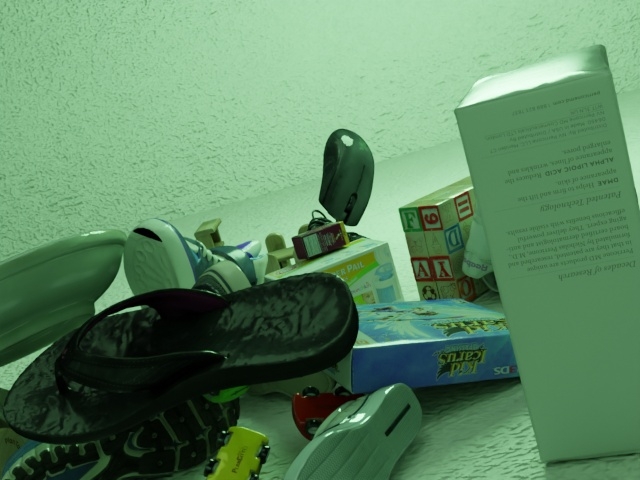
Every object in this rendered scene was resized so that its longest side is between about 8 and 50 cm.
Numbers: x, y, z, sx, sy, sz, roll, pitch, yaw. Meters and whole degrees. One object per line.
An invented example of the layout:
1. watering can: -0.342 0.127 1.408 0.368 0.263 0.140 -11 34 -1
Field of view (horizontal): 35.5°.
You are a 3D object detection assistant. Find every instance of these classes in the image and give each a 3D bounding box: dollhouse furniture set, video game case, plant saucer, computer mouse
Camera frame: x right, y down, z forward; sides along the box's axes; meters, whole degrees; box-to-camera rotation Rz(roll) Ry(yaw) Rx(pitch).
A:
1. dollhouse furniture set: -0.118 0.018 2.075 0.242 0.161 0.212 -15 11 5
2. video game case: 0.121 0.130 1.312 0.269 0.061 0.244 -3 9 -19
3. plant saucer: -0.462 0.116 1.535 0.400 0.100 0.400 -28 -6 -3
4. computer mouse: 0.065 -0.108 2.071 0.072 0.272 0.188 -12 -23 43

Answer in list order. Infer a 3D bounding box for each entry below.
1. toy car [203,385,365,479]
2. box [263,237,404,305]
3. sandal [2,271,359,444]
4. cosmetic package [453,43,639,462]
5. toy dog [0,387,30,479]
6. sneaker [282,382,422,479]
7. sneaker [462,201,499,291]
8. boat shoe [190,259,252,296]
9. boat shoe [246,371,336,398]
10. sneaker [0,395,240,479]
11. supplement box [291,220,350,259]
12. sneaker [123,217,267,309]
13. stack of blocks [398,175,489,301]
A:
1. toy car: -0.087 0.202 1.218 0.239 0.053 0.225 -24 51 -35
2. box: 0.022 0.082 1.709 0.203 0.114 0.103 -21 12 -20
3. sandal: -0.179 0.114 1.184 0.445 0.107 0.167 -17 44 7
4. cosmetic package: 0.266 0.011 1.050 0.156 0.385 0.217 -13 14 18
5. toy dog: -0.483 0.247 1.489 0.220 0.161 0.334 -16 12 -3
6. sneaker: 0.023 0.240 1.078 0.091 0.094 0.258 -31 -3 34
7. sneaker: 0.328 0.008 1.640 0.305 0.152 0.114 5 19 -46
8. boat shoe: -0.196 0.156 1.431 0.158 0.127 0.340 -28 -18 -29
9. boat shoe: -0.040 0.182 1.422 0.065 0.075 0.206 -30 13 -39
10. sneaker: -0.261 0.245 1.288 0.330 0.130 0.147 -21 15 -22
11. supplement box: 0.000 0.000 1.734 0.083 0.043 0.055 -20 6 -20
12. sneaker: -0.191 0.037 1.661 0.130 0.323 0.236 19 48 27
13. stack of blocks: 0.275 -0.019 1.705 0.087 0.171 0.297 -3 16 47
